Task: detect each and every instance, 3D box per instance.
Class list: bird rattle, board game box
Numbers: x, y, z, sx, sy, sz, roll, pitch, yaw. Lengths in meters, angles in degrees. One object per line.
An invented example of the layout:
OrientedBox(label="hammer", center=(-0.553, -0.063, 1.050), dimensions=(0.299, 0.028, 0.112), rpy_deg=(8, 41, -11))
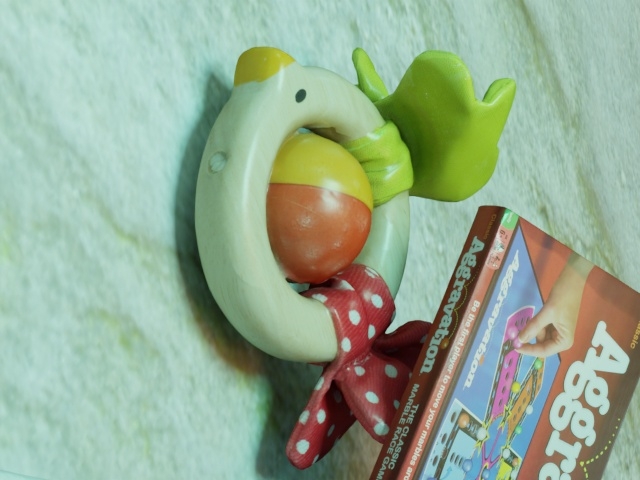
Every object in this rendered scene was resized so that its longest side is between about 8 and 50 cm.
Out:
OrientedBox(label="bird rattle", center=(0.000, 0.000, 0.836), dimensions=(0.207, 0.143, 0.253), rpy_deg=(27, 76, -45))
OrientedBox(label="board game box", center=(0.094, 0.137, 0.823), dimensions=(0.145, 0.027, 0.281), rpy_deg=(30, 78, -33))

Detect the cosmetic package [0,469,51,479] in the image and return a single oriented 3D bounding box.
OrientedBox(label="cosmetic package", center=(-0.109, 0.180, 0.395), dimensions=(0.453, 0.161, 0.230), rpy_deg=(28, 63, -58))
